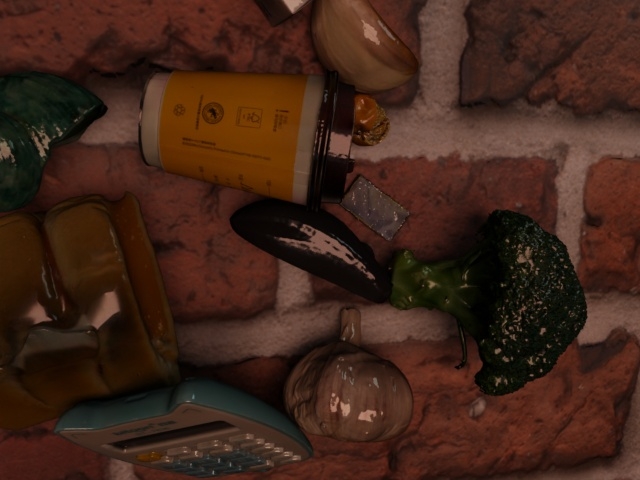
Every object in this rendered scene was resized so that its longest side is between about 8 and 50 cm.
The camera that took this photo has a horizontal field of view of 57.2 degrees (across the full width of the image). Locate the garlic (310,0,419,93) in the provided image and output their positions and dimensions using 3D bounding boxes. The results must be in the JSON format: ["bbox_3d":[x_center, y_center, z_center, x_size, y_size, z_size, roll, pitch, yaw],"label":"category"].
[{"bbox_3d":[0.051,-0.301,0.847,0.128,0.115,0.206,-34,105,2],"label":"garlic"}]

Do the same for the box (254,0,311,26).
[{"bbox_3d":[-0.096,-0.402,0.768,0.067,0.149,0.233,-39,108,0],"label":"box"}]

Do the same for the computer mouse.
[{"bbox_3d":[0.000,0.000,0.880,0.270,0.137,0.086,27,99,-12],"label":"computer mouse"}]

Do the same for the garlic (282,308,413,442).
[{"bbox_3d":[0.047,0.209,0.931,0.219,0.218,0.212,12,70,-16],"label":"garlic"}]

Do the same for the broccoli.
[{"bbox_3d":[0.262,0.094,0.930,0.297,0.297,0.297,5,103,24],"label":"broccoli"}]

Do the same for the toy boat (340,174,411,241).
[{"bbox_3d":[0.089,-0.052,0.959,0.115,0.016,0.063,36,92,-18],"label":"toy boat"}]

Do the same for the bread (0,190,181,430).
[{"bbox_3d":[-0.374,0.102,0.778,0.341,0.210,0.300,-9,102,-12],"label":"bread"}]

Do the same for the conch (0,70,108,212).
[{"bbox_3d":[-0.392,-0.128,0.737,0.196,0.202,0.134,-32,120,29],"label":"conch"}]

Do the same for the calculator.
[{"bbox_3d":[-0.164,0.285,0.839,0.256,0.054,0.386,-16,142,16],"label":"calculator"}]

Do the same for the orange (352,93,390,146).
[{"bbox_3d":[0.060,-0.178,0.894,0.086,0.086,0.062,37,54,-18],"label":"orange"}]

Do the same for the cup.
[{"bbox_3d":[-0.090,-0.146,0.799,0.280,0.196,0.196,8,100,1],"label":"cup"}]
